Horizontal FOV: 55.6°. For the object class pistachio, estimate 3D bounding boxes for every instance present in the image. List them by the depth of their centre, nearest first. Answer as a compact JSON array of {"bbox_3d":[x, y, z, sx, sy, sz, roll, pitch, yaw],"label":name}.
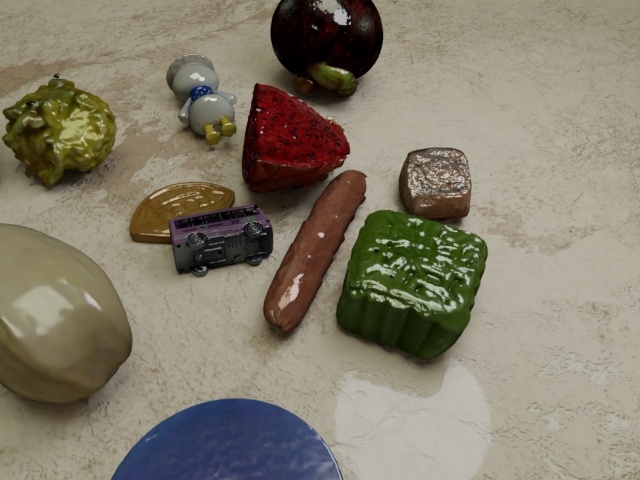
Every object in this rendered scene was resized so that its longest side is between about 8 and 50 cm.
[{"bbox_3d":[-0.415,0.097,0.883,0.332,0.226,0.207,44,96,23],"label":"pistachio"}]

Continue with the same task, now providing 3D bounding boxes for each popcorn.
[{"bbox_3d":[-0.520,-0.220,1.209,0.218,0.169,0.189,19,45,21],"label":"popcorn"}]

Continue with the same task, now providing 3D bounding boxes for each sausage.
[{"bbox_3d":[-0.002,-0.002,1.110,0.088,0.087,0.433,18,46,12],"label":"sausage"}]

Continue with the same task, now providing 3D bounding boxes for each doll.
[{"bbox_3d":[-0.273,-0.329,1.392,0.138,0.119,0.293,-26,57,-8],"label":"doll"}]

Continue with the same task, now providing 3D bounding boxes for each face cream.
[{"bbox_3d":[-0.095,0.336,0.668,0.249,0.225,0.248,1,46,-1],"label":"face cream"}]

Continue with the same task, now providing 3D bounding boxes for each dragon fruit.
[{"bbox_3d":[-0.055,-0.169,1.242,0.205,0.152,0.316,11,37,-13],"label":"dragon fruit"}]

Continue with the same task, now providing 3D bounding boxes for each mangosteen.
[{"bbox_3d":[0.015,-0.489,1.482,0.288,0.287,0.287,3,45,-3],"label":"mangosteen"}]

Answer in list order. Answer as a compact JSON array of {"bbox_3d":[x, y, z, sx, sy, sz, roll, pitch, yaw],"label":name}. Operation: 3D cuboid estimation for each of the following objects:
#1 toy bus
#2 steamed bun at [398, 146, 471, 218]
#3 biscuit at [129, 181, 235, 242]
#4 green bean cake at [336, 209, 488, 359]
[{"bbox_3d":[-0.179,-0.007,1.094,0.179,0.086,0.098,-11,45,-15],"label":"toy bus"},{"bbox_3d":[0.233,-0.122,1.238,0.145,0.106,0.175,3,48,-4],"label":"steamed bun"},{"bbox_3d":[-0.269,-0.060,1.177,0.221,0.028,0.142,-23,52,-25],"label":"biscuit"},{"bbox_3d":[0.153,0.069,1.027,0.223,0.124,0.248,17,46,10],"label":"green bean cake"}]
